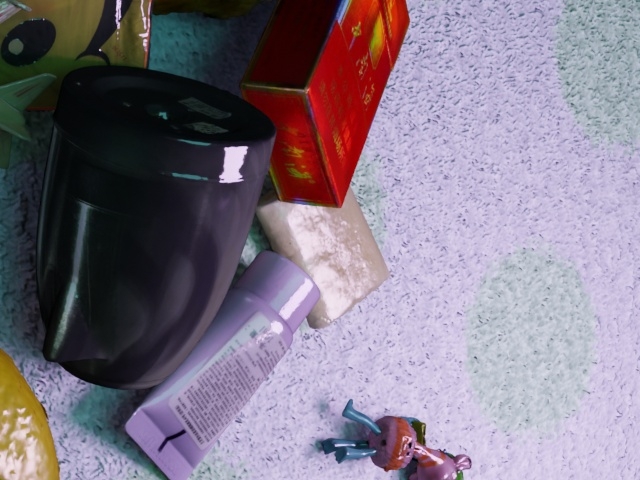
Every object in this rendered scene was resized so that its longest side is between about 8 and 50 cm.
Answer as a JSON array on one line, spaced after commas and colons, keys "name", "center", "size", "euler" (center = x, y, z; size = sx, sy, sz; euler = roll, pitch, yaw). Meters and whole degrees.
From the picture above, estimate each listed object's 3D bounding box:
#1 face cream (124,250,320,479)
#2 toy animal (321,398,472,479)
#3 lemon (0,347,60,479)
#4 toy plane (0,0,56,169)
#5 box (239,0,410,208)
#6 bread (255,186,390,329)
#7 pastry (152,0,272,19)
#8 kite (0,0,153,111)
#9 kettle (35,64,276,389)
[{"name": "face cream", "center": [-0.110, 0.142, 1.841], "size": [0.274, 0.096, 0.154], "euler": [-53, 146, -19]}, {"name": "toy animal", "center": [0.098, 0.260, 2.029], "size": [0.208, 0.100, 0.103], "euler": [22, 36, -34]}, {"name": "lemon", "center": [-0.375, 0.213, 1.524], "size": [0.253, 0.253, 0.310], "euler": [-37, 111, -34]}, {"name": "toy plane", "center": [-0.392, -0.150, 1.583], "size": [0.256, 0.104, 0.242], "euler": [21, 111, -34]}, {"name": "box", "center": [0.014, -0.220, 1.860], "size": [0.197, 0.089, 0.313], "euler": [71, 31, -48]}, {"name": "bread", "center": [0.000, 0.000, 1.956], "size": [0.139, 0.060, 0.178], "euler": [-35, 112, -33]}, {"name": "pastry", "center": [-0.135, -0.378, 1.779], "size": [0.256, 0.170, 0.237], "euler": [-1, 82, -32]}, {"name": "kite", "center": [-0.309, -0.241, 1.639], "size": [0.327, 0.013, 0.377], "euler": [-39, 130, -2]}, {"name": "kettle", "center": [-0.175, -0.002, 1.725], "size": [0.321, 0.228, 0.324], "euler": [-25, 134, -62]}]
